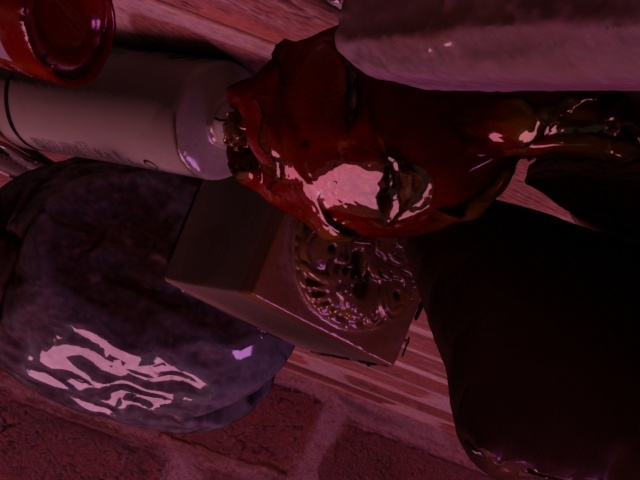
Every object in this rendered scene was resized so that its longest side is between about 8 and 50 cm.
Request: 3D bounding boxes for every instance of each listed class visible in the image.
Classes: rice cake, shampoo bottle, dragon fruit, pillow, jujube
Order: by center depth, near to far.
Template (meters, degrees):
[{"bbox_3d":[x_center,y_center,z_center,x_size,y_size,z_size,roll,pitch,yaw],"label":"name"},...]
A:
[{"bbox_3d":[0.136,-0.091,0.727,0.070,0.064,0.399,21,173,-34],"label":"rice cake"},{"bbox_3d":[0.065,-0.058,0.935,0.246,0.125,0.125,-3,116,35],"label":"dragon fruit"},{"bbox_3d":[0.194,0.090,0.978,0.308,0.108,0.305,21,-160,-12],"label":"pillow"},{"bbox_3d":[0.227,0.005,1.108,0.126,0.043,0.232,10,159,39],"label":"pillow"},{"bbox_3d":[-0.283,-0.176,1.143,0.314,0.076,0.118,18,171,22],"label":"shampoo bottle"},{"bbox_3d":[-0.121,-0.091,1.248,0.262,0.085,0.085,12,167,43],"label":"shampoo bottle"},{"bbox_3d":[-0.171,0.047,1.652,0.308,0.246,0.215,27,164,-2],"label":"jujube"}]

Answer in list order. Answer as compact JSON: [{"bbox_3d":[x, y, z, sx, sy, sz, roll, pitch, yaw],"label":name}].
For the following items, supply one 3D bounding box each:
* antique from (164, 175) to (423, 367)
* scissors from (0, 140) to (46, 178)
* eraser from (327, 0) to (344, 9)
[{"bbox_3d":[0.000,0.000,1.318,0.152,0.147,0.148,28,166,-33],"label":"antique"},{"bbox_3d":[-0.296,-0.065,1.964,0.118,0.030,0.242,17,174,27],"label":"scissors"},{"bbox_3d":[-0.004,-0.139,0.880,0.019,0.027,0.099,10,164,44],"label":"eraser"}]
